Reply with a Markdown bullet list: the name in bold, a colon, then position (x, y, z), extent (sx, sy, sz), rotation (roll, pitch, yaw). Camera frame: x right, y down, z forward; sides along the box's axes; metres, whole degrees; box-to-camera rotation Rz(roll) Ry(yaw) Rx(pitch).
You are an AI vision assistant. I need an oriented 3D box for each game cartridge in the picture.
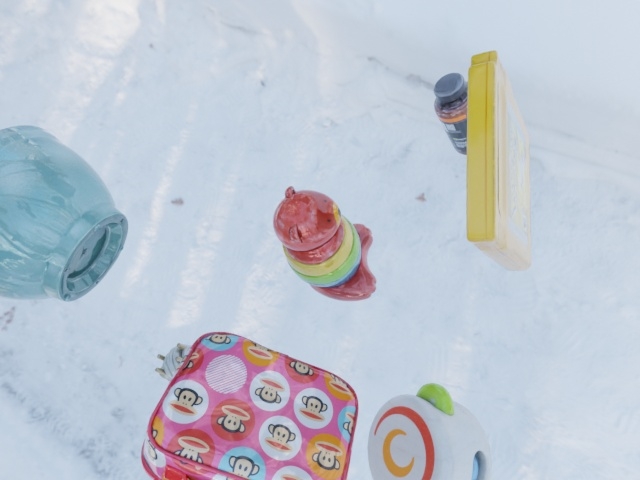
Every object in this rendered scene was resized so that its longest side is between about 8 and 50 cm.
- **game cartridge**: position (0.302, -0.109, 0.766), extent (0.052, 0.323, 0.286), rotation (-2, 79, 30)

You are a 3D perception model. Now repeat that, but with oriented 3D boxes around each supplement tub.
- **supplement tub**: position (0.333, -0.297, 1.089), extent (0.106, 0.198, 0.106), rotation (-19, 52, 26)

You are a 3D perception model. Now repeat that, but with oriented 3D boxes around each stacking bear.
- **stacking bear**: position (0.000, 0.000, 0.897), extent (0.164, 0.289, 0.176), rotation (-8, 66, 14)

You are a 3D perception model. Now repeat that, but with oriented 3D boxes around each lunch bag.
- **lunch bag**: position (-0.098, 0.287, 0.678), extent (0.292, 0.258, 0.120), rotation (23, 125, -1)

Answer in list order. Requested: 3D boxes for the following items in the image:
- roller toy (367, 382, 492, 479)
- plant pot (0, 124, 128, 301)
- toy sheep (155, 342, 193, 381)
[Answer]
- **roller toy**: position (0.191, 0.377, 0.820), extent (0.209, 0.146, 0.191), rotation (-46, 41, 34)
- **plant pot**: position (-0.462, -0.016, 0.787), extent (0.196, 0.293, 0.293), rotation (29, 84, 2)
- **toy sheep**: position (-0.297, 0.266, 1.005), extent (0.132, 0.091, 0.091), rotation (-27, 65, 21)
